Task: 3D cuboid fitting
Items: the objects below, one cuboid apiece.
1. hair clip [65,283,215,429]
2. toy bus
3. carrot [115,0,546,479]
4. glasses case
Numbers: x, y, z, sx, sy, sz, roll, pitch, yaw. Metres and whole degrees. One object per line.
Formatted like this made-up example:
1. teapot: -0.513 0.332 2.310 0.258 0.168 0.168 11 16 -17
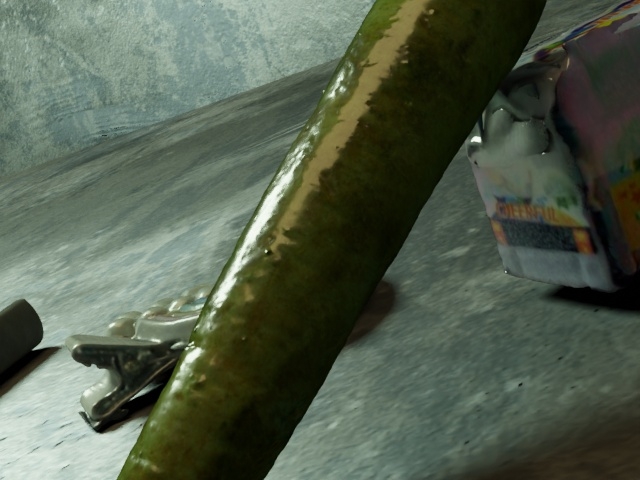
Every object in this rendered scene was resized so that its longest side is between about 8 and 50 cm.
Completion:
1. hair clip: -0.056 0.049 0.719 0.220 0.054 0.140 -22 6 -19
2. toy bus: 0.227 -0.091 0.620 0.317 0.138 0.112 -30 17 -24
3. carrot: 0.000 0.000 0.489 0.074 0.074 0.358 0 54 56
4. glasses case: -0.283 0.106 0.840 0.072 0.042 0.190 -23 12 26
